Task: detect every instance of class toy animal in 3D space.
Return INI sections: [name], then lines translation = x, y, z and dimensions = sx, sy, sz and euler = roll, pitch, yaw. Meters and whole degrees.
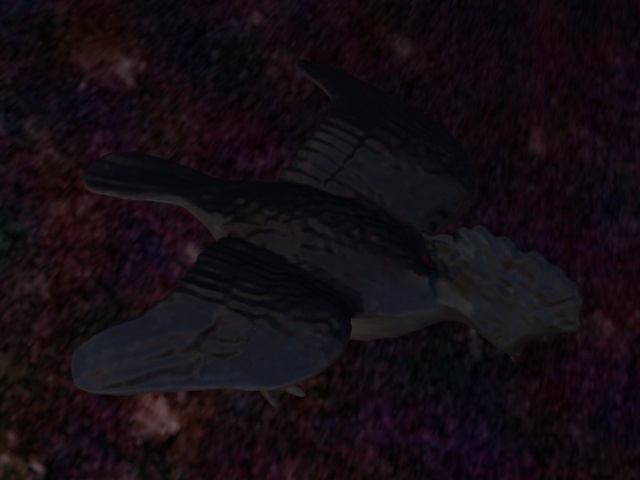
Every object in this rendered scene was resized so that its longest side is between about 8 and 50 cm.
[toy animal]
translation = 0.000, 0.000, 0.824
dimensions = 0.255, 0.239, 0.176
euler = 30, 138, 6
